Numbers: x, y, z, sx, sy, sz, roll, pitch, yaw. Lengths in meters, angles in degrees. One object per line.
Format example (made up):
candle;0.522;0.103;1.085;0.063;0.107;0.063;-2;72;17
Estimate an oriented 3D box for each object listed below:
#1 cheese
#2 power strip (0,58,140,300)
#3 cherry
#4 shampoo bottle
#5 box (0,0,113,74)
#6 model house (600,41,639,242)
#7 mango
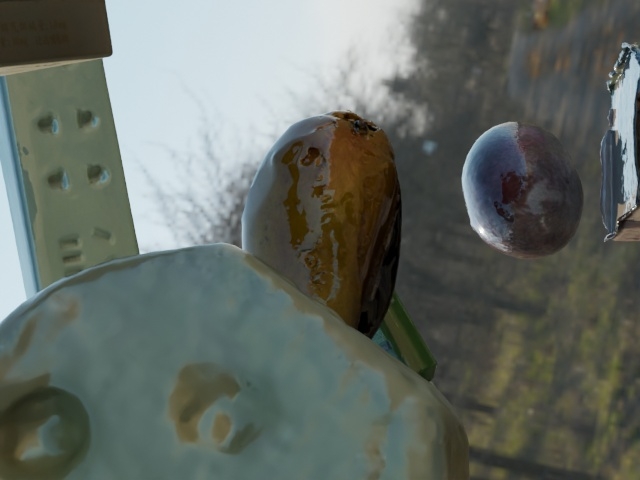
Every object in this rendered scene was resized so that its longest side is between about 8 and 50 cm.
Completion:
cheese;-0.073;0.167;0.736;0.115;0.317;0.326;52;-149;-72
power strip;-0.218;-0.114;1.100;0.062;0.091;0.385;162;98;-67
cherry;0.238;-0.056;1.615;0.176;0.140;0.176;44;-143;-47
shampoo bottle;0.079;0.106;1.489;0.204;0.065;0.065;60;178;11
box;-0.226;-0.108;0.700;0.201;0.141;0.058;-15;-80;-52
model house;0.438;-0.103;1.470;0.237;0.237;0.202;74;-160;-78
mango;0.000;0.000;1.286;0.156;0.151;0.249;-78;-7;-76
